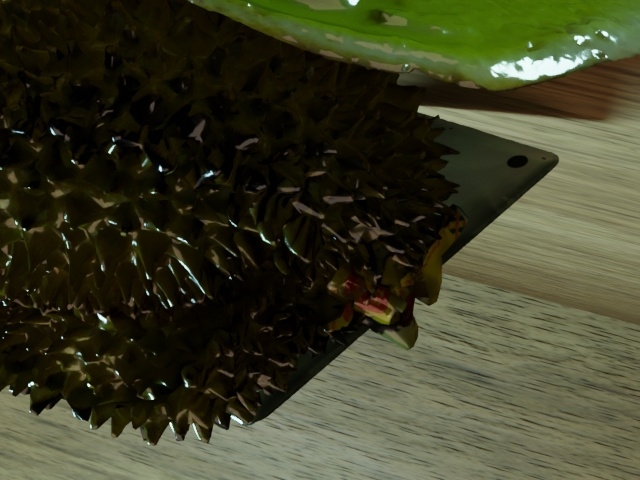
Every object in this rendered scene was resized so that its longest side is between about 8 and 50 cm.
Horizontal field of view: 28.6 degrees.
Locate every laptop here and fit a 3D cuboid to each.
[{"bbox_3d":[0.000,0.000,0.797,0.187,0.269,0.015,24,145,48],"label":"laptop"}]

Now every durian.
[{"bbox_3d":[-0.079,-0.031,0.660,0.292,0.258,0.258,-3,171,19],"label":"durian"}]

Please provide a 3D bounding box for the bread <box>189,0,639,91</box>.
[{"bbox_3d":[0.011,-0.107,0.349,0.236,0.070,0.236,14,176,1],"label":"bread"}]
